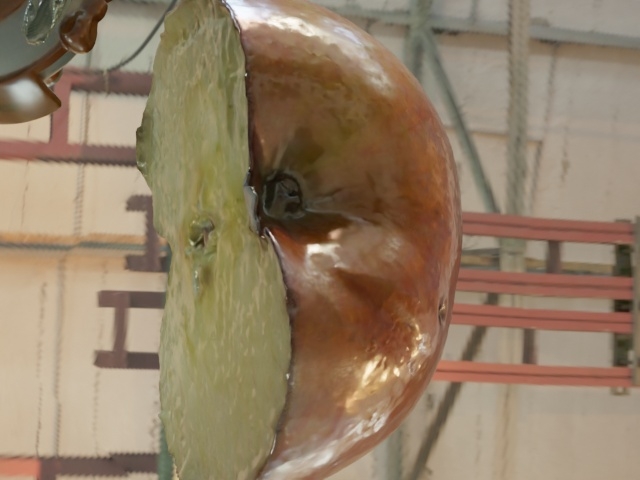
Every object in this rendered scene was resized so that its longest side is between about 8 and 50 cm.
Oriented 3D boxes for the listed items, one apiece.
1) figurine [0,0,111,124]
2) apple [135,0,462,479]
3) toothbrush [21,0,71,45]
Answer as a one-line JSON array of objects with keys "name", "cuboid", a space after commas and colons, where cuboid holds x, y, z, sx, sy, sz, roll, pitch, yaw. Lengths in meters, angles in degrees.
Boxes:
[{"name": "figurine", "cuboid": [-0.164, -0.138, 0.610, 0.143, 0.271, 0.143, 1, -97, -9]}, {"name": "apple", "cuboid": [0.000, 0.000, 0.755, 0.163, 0.251, 0.293, -2, -100, -24]}, {"name": "toothbrush", "cuboid": [-0.058, -0.126, 0.376, 0.014, 0.194, 0.017, 24, -135, -12]}]
